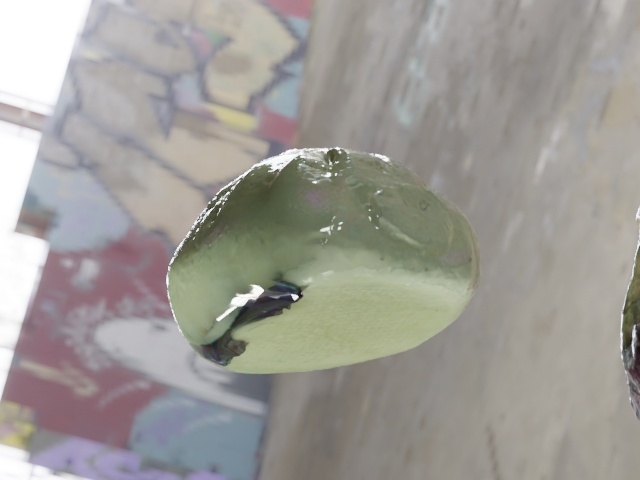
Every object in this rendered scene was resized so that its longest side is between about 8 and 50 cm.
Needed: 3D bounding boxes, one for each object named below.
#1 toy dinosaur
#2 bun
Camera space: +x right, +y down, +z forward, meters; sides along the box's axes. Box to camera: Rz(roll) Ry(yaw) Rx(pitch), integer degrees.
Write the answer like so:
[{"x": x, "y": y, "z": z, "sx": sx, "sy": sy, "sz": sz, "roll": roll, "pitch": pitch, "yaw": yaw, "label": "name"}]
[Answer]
[{"x": 0.279, "y": 0.105, "z": 1.378, "sx": 0.162, "sy": 0.077, "sz": 0.294, "roll": -66, "pitch": -31, "yaw": -55, "label": "toy dinosaur"}, {"x": 0.000, "y": 0.000, "z": 1.602, "sx": 0.293, "sy": 0.293, "sz": 0.187, "roll": 123, "pitch": 141, "yaw": -65, "label": "bun"}]
